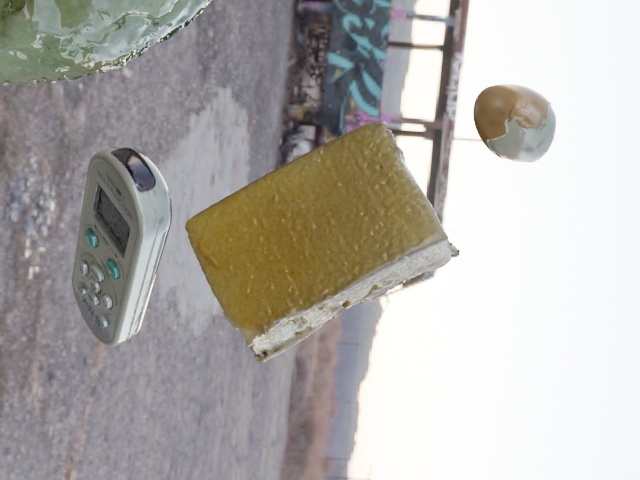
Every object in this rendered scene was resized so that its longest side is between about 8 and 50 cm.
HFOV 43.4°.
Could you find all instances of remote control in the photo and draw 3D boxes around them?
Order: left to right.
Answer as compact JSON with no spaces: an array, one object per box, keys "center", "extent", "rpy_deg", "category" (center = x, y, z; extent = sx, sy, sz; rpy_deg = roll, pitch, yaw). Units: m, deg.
[{"center":[-0.161,0.010,0.645],"extent":[0.078,0.042,0.221],"rpy_deg":[51,-39,19],"category":"remote control"}]

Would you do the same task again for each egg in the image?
[{"center":[0.184,-0.114,0.767],"extent":[0.071,0.083,0.071],"rpy_deg":[-56,-161,30],"category":"egg"}]

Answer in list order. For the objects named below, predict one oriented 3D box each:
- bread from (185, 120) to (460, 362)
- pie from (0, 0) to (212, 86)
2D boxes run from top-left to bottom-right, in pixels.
[{"center":[0.000,0.000,0.953],"extent":[0.185,0.274,0.114],"rpy_deg":[63,6,20],"category":"bread"},{"center":[-0.133,-0.196,0.379],"extent":[0.078,0.277,0.277],"rpy_deg":[71,22,-68],"category":"pie"}]
